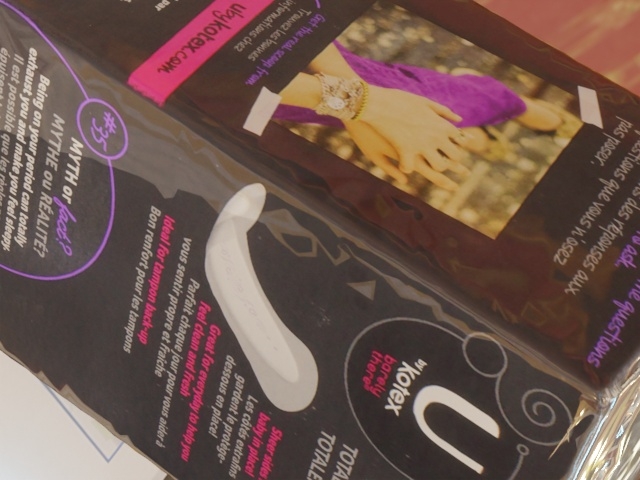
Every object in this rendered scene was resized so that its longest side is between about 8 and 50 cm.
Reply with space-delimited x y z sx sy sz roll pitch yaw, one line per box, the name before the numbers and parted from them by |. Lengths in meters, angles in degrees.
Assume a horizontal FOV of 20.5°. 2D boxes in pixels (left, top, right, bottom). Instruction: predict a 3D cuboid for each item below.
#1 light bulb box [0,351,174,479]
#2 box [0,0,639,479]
light bulb box | -0.211 0.095 1.036 0.358 0.361 0.225 6 -131 46
box | 0.000 0.000 0.643 0.143 0.270 0.165 -39 155 -42
